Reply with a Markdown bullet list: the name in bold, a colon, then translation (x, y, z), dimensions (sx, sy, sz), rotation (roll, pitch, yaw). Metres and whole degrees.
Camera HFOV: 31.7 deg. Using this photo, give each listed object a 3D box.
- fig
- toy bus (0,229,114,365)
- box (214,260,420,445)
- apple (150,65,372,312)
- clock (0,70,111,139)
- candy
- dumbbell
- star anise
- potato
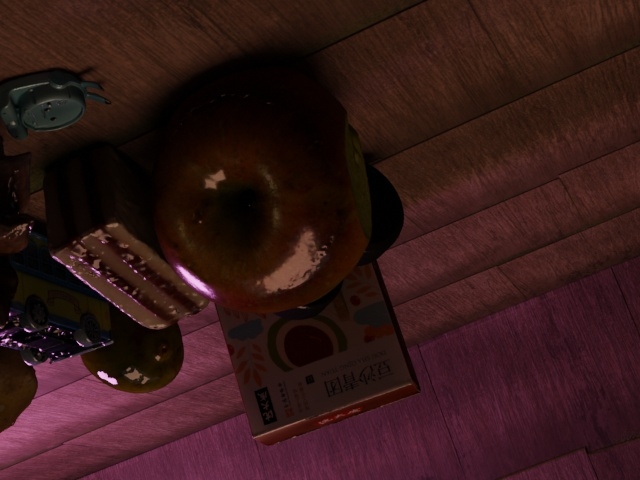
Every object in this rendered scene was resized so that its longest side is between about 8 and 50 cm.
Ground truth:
- **fig**: translation (-0.413, 0.229, 2.428), dimensions (0.225, 0.203, 0.203), rotation (-7, 170, 36)
- **toy bus**: translation (-0.506, 0.093, 1.940), dimensions (0.152, 0.190, 0.312), rotation (-18, 157, 21)
- **box**: translation (-0.019, 0.186, 2.354), dimensions (0.345, 0.385, 0.122), rotation (-20, 159, 6)
- **apple**: translation (-0.078, -0.080, 1.756), dimensions (0.374, 0.374, 0.384), rotation (4, 111, -47)
- **clock**: translation (-0.366, -0.191, 1.553), dimensions (0.147, 0.045, 0.108), rotation (-16, 162, -6)
- **candy**: translation (-0.312, 0.002, 1.827), dimensions (0.135, 0.179, 0.320), rotation (-24, 145, 11)
- **dumbbell**: translation (0.000, 0.000, 2.150), dimensions (0.204, 0.203, 0.322), rotation (-6, 156, -31)
- **star anise**: translation (-0.496, 0.002, 1.586), dimensions (0.118, 0.331, 0.332), rotation (22, 138, -39)
- **potato**: translation (-0.775, 0.346, 2.386), dimensions (0.359, 0.219, 0.270), rotation (-33, 166, 19)
